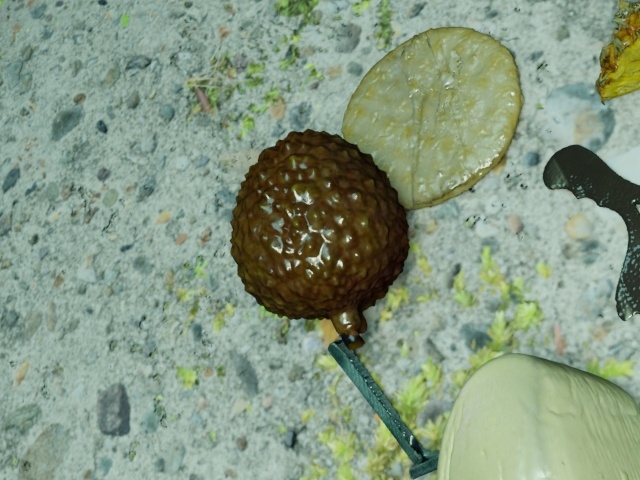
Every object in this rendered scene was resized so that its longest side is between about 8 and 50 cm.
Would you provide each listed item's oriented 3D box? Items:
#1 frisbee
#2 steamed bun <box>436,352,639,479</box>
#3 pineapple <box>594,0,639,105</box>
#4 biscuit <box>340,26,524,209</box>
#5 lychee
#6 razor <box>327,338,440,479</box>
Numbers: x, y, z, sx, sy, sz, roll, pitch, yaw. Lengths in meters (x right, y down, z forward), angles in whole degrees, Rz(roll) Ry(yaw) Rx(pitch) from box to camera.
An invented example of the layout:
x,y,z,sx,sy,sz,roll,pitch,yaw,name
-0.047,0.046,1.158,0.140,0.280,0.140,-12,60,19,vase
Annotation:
x,y,z,sx,sy,sz,roll,pitch,yaw,name
0.301,-0.014,0.961,0.211,0.012,0.187,5,74,33,frisbee
0.184,0.224,0.818,0.155,0.200,0.250,-33,61,33,steamed bun
0.315,-0.201,1.007,0.077,0.114,0.114,11,54,-2,pineapple
0.117,-0.137,1.115,0.220,0.033,0.219,-12,65,28,biscuit
0.000,0.000,1.031,0.200,0.200,0.238,-24,67,22,lychee
0.062,0.167,1.025,0.066,0.033,0.190,-18,45,-27,razor
